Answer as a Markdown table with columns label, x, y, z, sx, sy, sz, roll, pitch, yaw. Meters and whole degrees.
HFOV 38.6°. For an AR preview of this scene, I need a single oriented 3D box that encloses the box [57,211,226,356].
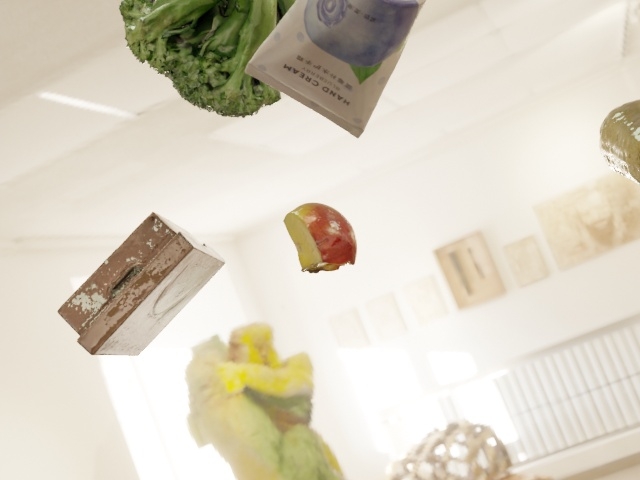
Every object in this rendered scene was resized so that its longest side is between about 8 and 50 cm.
| label | x | y | z | sx | sy | sz | roll | pitch | yaw |
| --- | --- | --- | --- | --- | --- | --- | --- | --- | --- |
| box | -0.262 | 0.071 | 1.360 | 0.215 | 0.086 | 0.215 | -47 | -11 | -1 |

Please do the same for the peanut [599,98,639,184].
| label | x | y | z | sx | sy | sz | roll | pitch | yaw |
| --- | --- | --- | --- | --- | --- | --- | --- | --- | --- |
| peanut | 0.445 | -0.123 | 1.191 | 0.120 | 0.110 | 0.236 | 14 | 12 | -11 |

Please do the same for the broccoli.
| label | x | y | z | sx | sy | sz | roll | pitch | yaw |
| --- | --- | --- | --- | --- | --- | --- | --- | --- | --- |
| broccoli | -0.110 | -0.297 | 1.126 | 0.265 | 0.294 | 0.245 | -4 | -15 | -20 |

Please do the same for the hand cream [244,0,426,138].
| label | x | y | z | sx | sy | sz | roll | pitch | yaw |
| --- | --- | --- | --- | --- | --- | --- | --- | --- | --- |
| hand cream | 0.017 | -0.122 | 0.524 | 0.142 | 0.084 | 0.053 | -53 | 10 | 44 |

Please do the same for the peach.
| label | x | y | z | sx | sy | sz | roll | pitch | yaw |
| --- | --- | --- | --- | --- | --- | --- | --- | --- | --- |
| peach | 0.004 | -0.007 | 1.633 | 0.118 | 0.151 | 0.151 | -23 | -6 | 17 |
